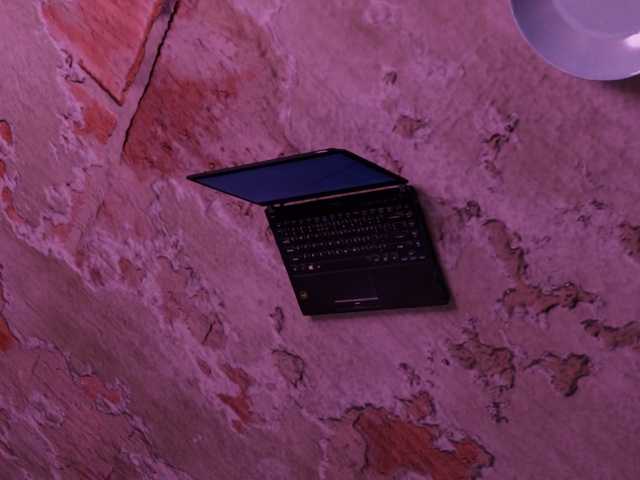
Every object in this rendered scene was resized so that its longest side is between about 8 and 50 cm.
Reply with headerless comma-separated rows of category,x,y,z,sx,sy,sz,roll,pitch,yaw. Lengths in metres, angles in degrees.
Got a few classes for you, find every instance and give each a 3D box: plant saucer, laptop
plant saucer,0.285,-0.259,1.002,0.194,0.037,0.195,15,122,24
laptop,0.000,0.000,1.258,0.234,0.136,0.264,-7,111,35
